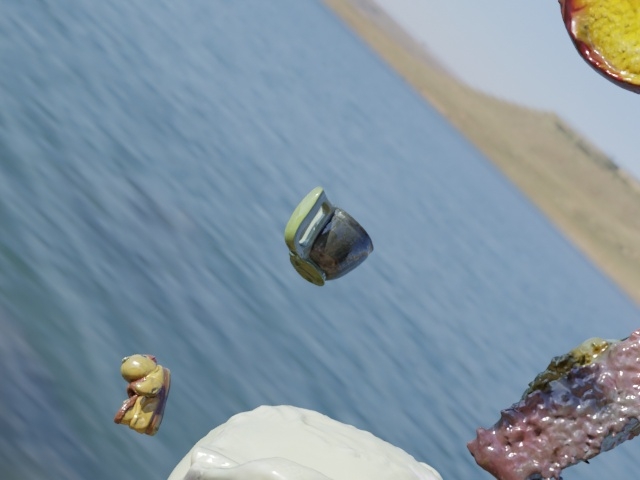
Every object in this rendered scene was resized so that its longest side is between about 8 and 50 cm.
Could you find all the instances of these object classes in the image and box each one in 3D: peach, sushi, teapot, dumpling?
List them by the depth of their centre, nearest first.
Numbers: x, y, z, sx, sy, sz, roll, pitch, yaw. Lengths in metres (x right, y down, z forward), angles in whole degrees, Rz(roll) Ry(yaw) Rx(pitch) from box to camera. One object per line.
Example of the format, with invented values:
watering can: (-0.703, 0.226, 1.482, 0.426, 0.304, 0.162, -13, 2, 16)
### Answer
dumpling: (0.013, 0.162, 0.694, 0.193, 0.147, 0.258, 26, -27, 7)
peach: (0.318, -0.219, 1.433, 0.196, 0.190, 0.226, 53, 12, -18)
sushi: (0.270, 0.169, 1.589, 0.107, 0.241, 0.161, 56, 4, 18)
teapot: (-0.003, 0.001, 1.937, 0.124, 0.091, 0.092, 48, -20, -21)

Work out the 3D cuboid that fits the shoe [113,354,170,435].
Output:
shoe: (-0.242, 0.208, 2.138, 0.069, 0.109, 0.072, 13, -9, -21)
